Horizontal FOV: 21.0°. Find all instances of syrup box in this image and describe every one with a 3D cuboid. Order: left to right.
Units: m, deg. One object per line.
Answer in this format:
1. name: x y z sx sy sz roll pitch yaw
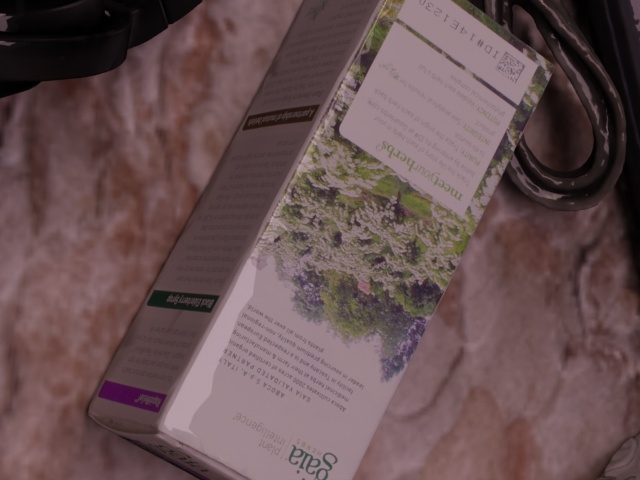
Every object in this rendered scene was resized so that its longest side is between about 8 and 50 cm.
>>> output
1. syrup box: 0.000 0.000 0.773 0.093 0.096 0.237 32 78 -23

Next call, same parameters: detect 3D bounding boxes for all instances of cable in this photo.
1. cable: 0.089 -0.153 0.820 0.139 0.072 0.287 0 100 0

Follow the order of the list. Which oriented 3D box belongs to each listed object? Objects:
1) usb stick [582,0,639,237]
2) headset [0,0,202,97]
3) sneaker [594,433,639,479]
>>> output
1. usb stick: 0.179 -0.089 0.893 0.077 0.045 0.278 -20 101 -25
2. headset: -0.171 -0.165 0.651 0.394 0.185 0.243 -36 130 -27
3. sneaker: 0.174 0.168 0.887 0.232 0.090 0.115 -20 108 -17
